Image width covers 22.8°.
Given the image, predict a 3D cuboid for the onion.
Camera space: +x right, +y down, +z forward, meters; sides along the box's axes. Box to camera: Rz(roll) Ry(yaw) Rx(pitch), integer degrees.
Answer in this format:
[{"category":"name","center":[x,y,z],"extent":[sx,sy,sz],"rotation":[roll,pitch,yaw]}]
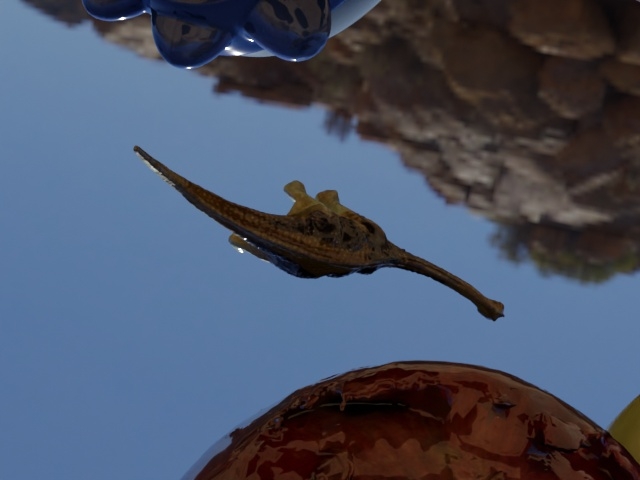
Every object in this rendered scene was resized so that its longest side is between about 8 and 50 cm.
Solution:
[{"category":"onion","center":[0.042,0.190,0.728],"extent":[0.276,0.276,0.276],"rotation":[8,-163,-3]}]

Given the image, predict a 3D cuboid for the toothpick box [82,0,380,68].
[{"category":"toothpick box","center":[-0.077,-0.257,1.000],"extent":[0.355,0.263,0.263],"rotation":[43,-148,26]}]

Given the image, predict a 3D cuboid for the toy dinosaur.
[{"category":"toy dinosaur","center":[-0.005,-0.004,0.647],"extent":[0.180,0.037,0.058],"rotation":[13,-174,-27]}]

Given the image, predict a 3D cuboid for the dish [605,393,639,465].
[{"category":"dish","center":[0.195,0.195,0.872],"extent":[0.108,0.262,0.221],"rotation":[-14,-160,4]}]
